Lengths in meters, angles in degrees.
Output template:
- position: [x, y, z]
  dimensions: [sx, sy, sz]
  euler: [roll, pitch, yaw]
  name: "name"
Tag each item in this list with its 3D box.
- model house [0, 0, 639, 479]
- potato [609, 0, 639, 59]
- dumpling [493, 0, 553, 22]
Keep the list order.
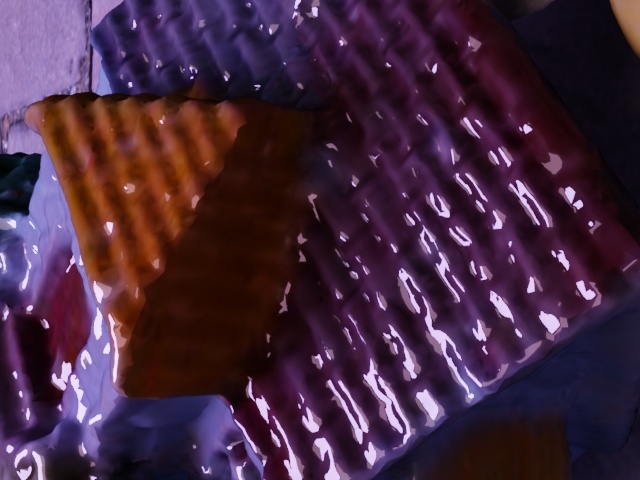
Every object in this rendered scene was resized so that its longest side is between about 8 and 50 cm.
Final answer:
- position: [0.000, 0.000, 0.535]
  dimensions: [0.339, 0.297, 0.360]
  euler: [-60, 44, 42]
  name: "model house"
- position: [0.210, -0.099, 0.416]
  dimensions: [0.234, 0.150, 0.146]
  euler: [42, 141, 46]
  name: "potato"
- position: [0.111, -0.221, 0.549]
  dimensions: [0.162, 0.132, 0.250]
  euler: [92, -173, -74]
  name: "dumpling"
